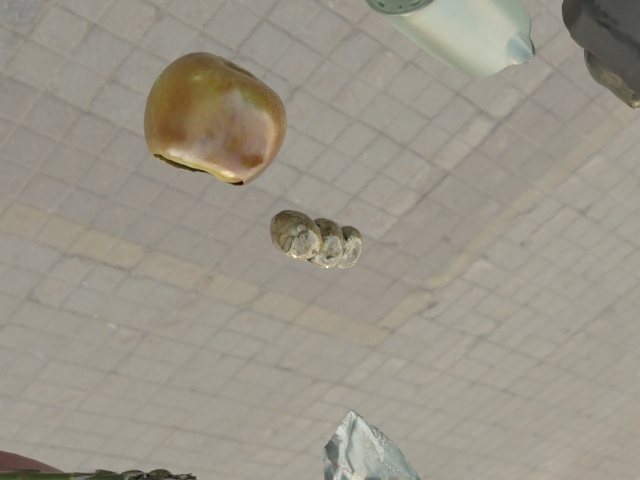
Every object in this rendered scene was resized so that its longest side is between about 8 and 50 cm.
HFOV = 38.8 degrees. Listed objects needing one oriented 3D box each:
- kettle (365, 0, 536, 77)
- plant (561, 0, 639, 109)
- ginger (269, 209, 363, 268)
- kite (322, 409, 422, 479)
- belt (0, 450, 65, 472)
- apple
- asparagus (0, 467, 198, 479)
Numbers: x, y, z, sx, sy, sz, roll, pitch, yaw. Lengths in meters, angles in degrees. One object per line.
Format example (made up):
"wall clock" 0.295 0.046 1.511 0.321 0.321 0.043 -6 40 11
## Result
"kettle" 0.181 -0.364 1.345 0.255 0.240 0.165 21 105 -49
"plant" 0.281 -0.186 0.678 0.164 0.142 0.256 -40 167 -8
"ginger" 0.000 0.000 1.504 0.204 0.104 0.080 16 108 -46
"kite" 0.094 0.196 0.523 0.015 0.245 0.141 -43 154 -31
"belt" -0.259 0.316 0.766 0.324 0.115 0.227 41 81 -28
"apple" -0.180 -0.194 1.514 0.237 0.237 0.207 17 106 -41
"asparagus" -0.210 0.172 0.644 0.248 0.025 0.024 0 133 0
